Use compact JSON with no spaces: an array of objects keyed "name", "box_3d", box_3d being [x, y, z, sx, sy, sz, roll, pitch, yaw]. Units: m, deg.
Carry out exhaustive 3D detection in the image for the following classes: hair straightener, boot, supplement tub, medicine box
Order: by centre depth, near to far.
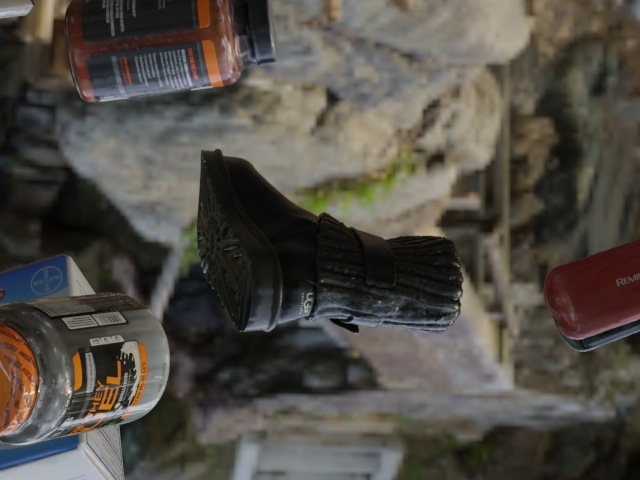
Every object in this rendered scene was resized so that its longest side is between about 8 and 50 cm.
[{"name":"hair straightener","box_3d":[0.228,0.000,0.848,0.230,0.047,0.089,-25,163,4]},{"name":"supplement tub","box_3d":[-0.220,0.106,1.340,0.117,0.117,0.190,-4,180,30]},{"name":"supplement tub","box_3d":[-0.143,-0.195,1.576,0.198,0.106,0.106,-6,169,3]},{"name":"boot","box_3d":[0.000,0.004,1.906,0.260,0.131,0.348,-2,-148,-18]},{"name":"medicine box","box_3d":[-0.398,0.199,2.010,0.263,0.289,0.149,-16,141,6]}]

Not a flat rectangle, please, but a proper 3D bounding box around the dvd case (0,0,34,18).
[{"name":"dvd case","box_3d":[-0.424,-0.287,1.612,0.253,0.180,0.022,-19,161,-51]}]
